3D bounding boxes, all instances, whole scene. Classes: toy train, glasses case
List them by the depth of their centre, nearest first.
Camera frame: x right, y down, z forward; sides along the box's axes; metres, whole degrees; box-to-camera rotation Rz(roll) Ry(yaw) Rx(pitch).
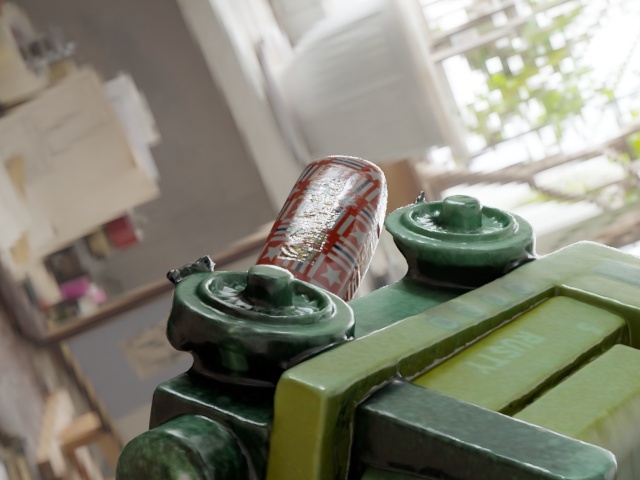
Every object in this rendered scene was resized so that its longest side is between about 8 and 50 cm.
[{"bbox_3d":[0.081,0.090,0.867,0.397,0.253,0.160,-19,122,-54],"label":"toy train"},{"bbox_3d":[0.000,0.000,1.204,0.194,0.073,0.049,-66,157,-47],"label":"glasses case"}]
